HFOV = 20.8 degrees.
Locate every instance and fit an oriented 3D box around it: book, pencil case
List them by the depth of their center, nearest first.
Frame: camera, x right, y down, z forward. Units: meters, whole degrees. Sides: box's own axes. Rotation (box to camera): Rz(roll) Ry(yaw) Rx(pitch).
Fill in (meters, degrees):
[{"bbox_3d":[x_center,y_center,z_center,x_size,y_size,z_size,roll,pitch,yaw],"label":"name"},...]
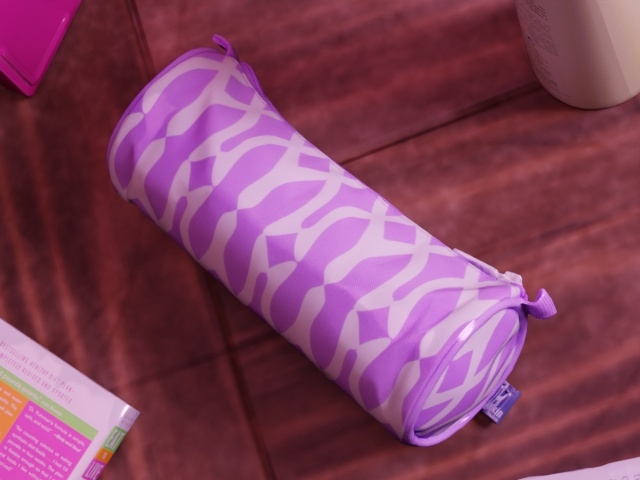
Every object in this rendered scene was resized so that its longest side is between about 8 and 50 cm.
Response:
[{"bbox_3d":[0.000,0.000,0.756,0.206,0.086,0.088,39,92,21],"label":"pencil case"},{"bbox_3d":[-0.161,0.112,0.789,0.096,0.035,0.144,32,83,17],"label":"book"}]

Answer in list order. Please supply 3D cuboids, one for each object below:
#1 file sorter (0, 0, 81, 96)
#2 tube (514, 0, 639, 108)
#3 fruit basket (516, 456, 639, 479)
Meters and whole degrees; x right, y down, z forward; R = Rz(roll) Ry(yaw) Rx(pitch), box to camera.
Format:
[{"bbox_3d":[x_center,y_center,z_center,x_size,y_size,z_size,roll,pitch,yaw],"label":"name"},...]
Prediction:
[{"bbox_3d":[-0.182,-0.258,0.821,0.182,0.202,0.291,21,79,20],"label":"file sorter"},{"bbox_3d":[0.099,-0.118,0.687,0.070,0.240,0.062,34,85,21],"label":"tube"},{"bbox_3d":[0.142,0.230,0.607,0.353,0.165,0.327,-11,63,6],"label":"fruit basket"}]
